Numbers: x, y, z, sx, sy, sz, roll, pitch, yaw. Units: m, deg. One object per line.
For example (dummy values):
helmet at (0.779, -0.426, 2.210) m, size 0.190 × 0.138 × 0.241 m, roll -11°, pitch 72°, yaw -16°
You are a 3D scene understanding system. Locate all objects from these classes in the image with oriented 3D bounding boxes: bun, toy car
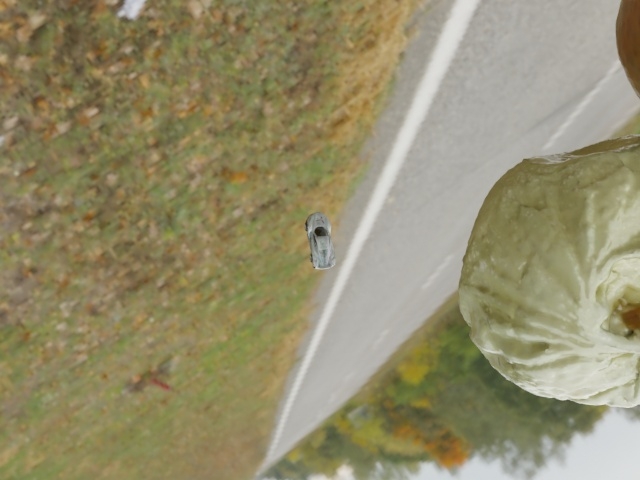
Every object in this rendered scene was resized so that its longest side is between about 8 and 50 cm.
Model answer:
bun at (0.349, 0.051, 1.230) m, size 0.349 × 0.352 × 0.227 m, roll -38°, pitch -156°, yaw 0°
toy car at (0.000, 0.000, 1.682) m, size 0.041 × 0.093 × 0.025 m, roll -10°, pitch -179°, yaw -15°

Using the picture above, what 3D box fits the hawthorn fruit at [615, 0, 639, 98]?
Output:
hawthorn fruit at (0.588, -0.261, 1.195) m, size 0.472 × 0.471 × 0.472 m, roll -33°, pitch 171°, yaw -6°
